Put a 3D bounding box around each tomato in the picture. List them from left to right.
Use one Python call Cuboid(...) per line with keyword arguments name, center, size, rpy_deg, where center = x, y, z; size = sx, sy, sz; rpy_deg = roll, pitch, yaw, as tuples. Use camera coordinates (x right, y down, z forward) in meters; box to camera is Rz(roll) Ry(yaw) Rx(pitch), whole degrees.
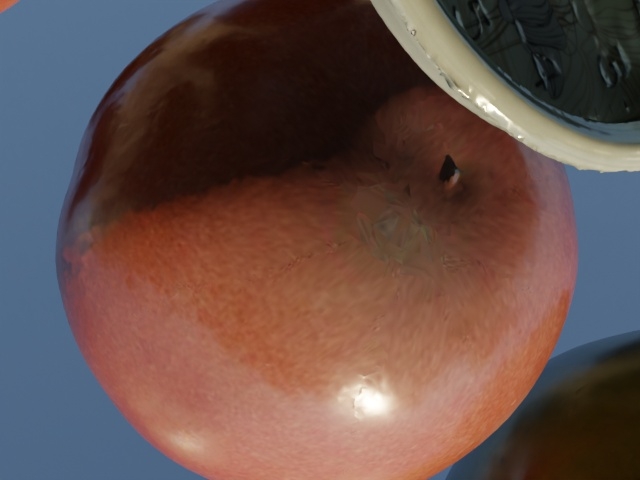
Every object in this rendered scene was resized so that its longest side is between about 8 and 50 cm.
Cuboid(name="tomato", center=(0.000, 0.000, 0.882), size=(0.256, 0.224, 0.255), rpy_deg=(9, -108, -28))

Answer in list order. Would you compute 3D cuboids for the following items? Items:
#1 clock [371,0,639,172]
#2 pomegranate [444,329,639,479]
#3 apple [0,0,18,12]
Cuboid(name="clock", center=(0.074, -0.134, 0.662), size=(0.236, 0.053, 0.236), rpy_deg=(17, -115, -40))
Cuboid(name="pomegranate", center=(0.219, 0.171, 1.067), size=(0.359, 0.310, 0.216), rpy_deg=(9, -132, -42))
Cuboid(name="apple", center=(-0.240, -0.280, 1.252), size=(0.163, 0.293, 0.251), rpy_deg=(0, -124, 13))
